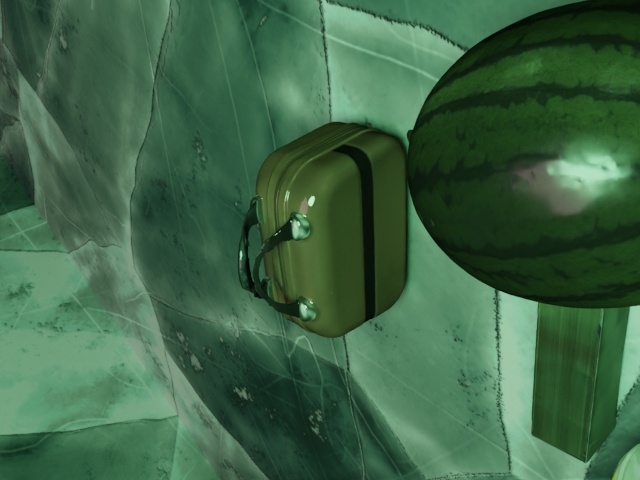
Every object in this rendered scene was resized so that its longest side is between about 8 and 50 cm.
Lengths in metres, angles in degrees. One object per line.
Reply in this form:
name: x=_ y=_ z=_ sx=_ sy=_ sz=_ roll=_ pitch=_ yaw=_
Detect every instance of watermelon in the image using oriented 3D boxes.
watermelon: x=0.233 y=-0.077 z=0.574 sx=0.360 sy=0.279 sz=0.278 roll=-2 pitch=110 yaw=49

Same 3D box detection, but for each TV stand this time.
TV stand: x=0.322 y=0.134 z=0.752 sx=0.083 sy=0.088 sz=0.269 roll=21 pitch=127 yaw=43

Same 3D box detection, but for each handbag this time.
handbag: x=0.000 y=0.000 z=0.891 sx=0.149 sy=0.283 sz=0.301 roll=27 pitch=131 yaw=40

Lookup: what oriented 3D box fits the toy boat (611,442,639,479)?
toy boat: x=0.426 y=0.376 z=0.751 sx=0.269 sy=0.141 sz=0.141 roll=60 pitch=143 yaw=7
